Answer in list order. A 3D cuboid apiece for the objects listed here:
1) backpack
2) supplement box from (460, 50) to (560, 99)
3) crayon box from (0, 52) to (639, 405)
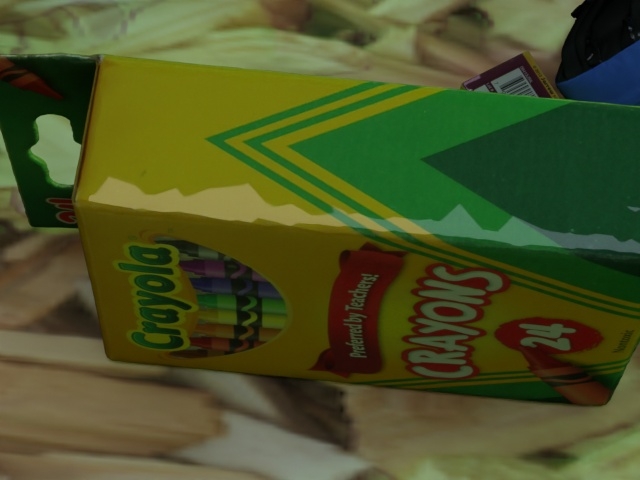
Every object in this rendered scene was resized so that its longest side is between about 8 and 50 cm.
[{"bbox_3d":[0.185,-0.093,1.001,0.101,0.098,0.120,50,31,-7],"label":"backpack"},{"bbox_3d":[0.101,-0.053,1.010,0.043,0.083,0.055,-28,70,-11],"label":"supplement box"},{"bbox_3d":[0.000,0.000,0.923,0.318,0.202,0.081,5,67,2],"label":"crayon box"}]
